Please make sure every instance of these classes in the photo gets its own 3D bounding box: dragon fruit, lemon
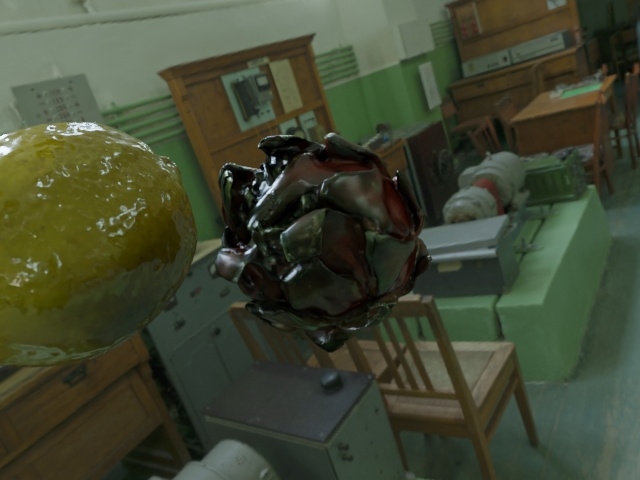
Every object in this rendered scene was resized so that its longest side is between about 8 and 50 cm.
[{"bbox_3d":[0.002,0.000,0.439,0.182,0.183,0.188,-20,2,-2],"label":"dragon fruit"},{"bbox_3d":[-0.224,0.002,0.457,0.204,0.204,0.260,-3,29,46],"label":"lemon"}]
